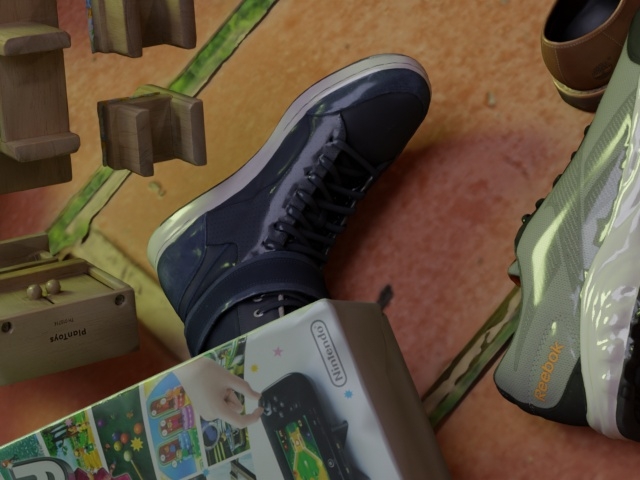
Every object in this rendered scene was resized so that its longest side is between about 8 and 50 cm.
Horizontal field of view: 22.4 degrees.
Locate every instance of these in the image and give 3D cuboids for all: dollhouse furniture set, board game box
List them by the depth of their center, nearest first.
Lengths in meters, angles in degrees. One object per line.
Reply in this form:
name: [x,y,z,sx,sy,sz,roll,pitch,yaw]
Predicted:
board game box: [-0.071,0.193,0.900,0.303,0.097,0.224,-26,78,17]
dollhouse furniture set: [-0.203,-0.053,1.032,0.161,0.212,0.242,23,120,55]

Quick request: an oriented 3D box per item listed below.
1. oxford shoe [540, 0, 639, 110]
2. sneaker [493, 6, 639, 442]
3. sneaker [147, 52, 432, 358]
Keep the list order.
oxford shoe: [0.209,-0.184,1.002,0.076,0.076,0.212,27,79,38]
sneaker: [0.165,-0.022,0.929,0.108,0.100,0.272,3,67,36]
sneaker: [0.001,0.001,1.003,0.226,0.086,0.163,-42,41,16]
